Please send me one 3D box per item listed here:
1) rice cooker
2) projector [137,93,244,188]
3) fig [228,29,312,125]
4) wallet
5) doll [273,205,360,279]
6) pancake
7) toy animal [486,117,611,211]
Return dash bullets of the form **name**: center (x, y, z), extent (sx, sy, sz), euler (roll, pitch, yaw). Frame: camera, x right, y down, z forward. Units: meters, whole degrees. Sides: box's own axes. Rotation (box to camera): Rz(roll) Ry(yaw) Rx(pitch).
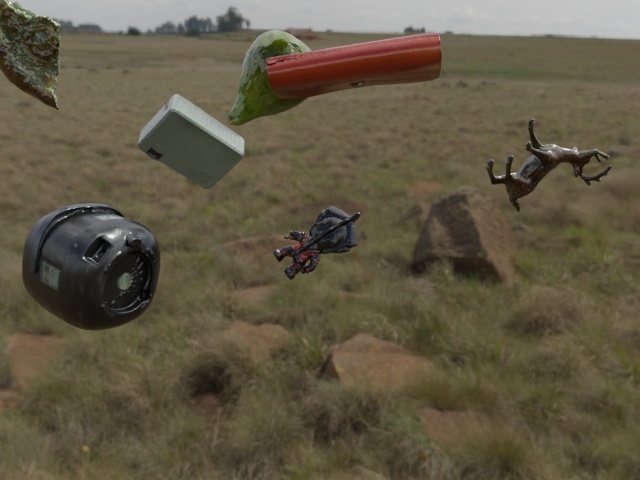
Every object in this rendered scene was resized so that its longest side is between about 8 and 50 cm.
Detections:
- **rice cooker**: center (-0.479, 0.054, 1.425), extent (0.224, 0.267, 0.267), euler (18, 22, 31)
- **projector**: center (-0.373, -0.284, 1.948), extent (0.256, 0.192, 0.099), euler (31, 36, -31)
- **fig**: center (-0.132, -0.392, 1.716), extent (0.206, 0.275, 0.206), euler (39, 4, -3)
- **wallet**: center (0.046, -0.210, 0.824), extent (0.204, 0.045, 0.142), euler (-6, 3, 9)
- **doll**: center (-0.001, -0.001, 1.746), extent (0.248, 0.127, 0.088), euler (-37, 12, 2)
- **pancake**: center (-0.752, -0.507, 1.696), extent (0.197, 0.377, 0.054), euler (-26, 19, 3)
- **toy animal**: center (0.541, -0.180, 1.604), extent (0.260, 0.243, 0.087), euler (32, 32, -38)
